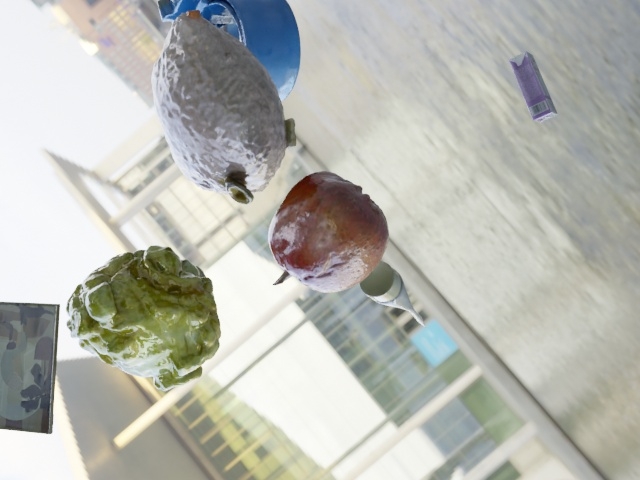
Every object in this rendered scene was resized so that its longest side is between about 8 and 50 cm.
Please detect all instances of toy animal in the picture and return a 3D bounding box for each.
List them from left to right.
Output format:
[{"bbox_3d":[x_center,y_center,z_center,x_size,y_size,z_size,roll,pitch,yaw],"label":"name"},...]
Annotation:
[{"bbox_3d":[-0.153,-0.204,1.421,0.226,0.188,0.358,29,152,28],"label":"toy animal"}]

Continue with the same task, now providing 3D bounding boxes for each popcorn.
[{"bbox_3d":[-0.304,0.120,1.544,0.250,0.235,0.241,21,-178,-26],"label":"popcorn"}]

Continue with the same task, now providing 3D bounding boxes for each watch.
[{"bbox_3d":[-0.185,-0.377,1.813,0.275,0.241,0.305,59,143,22],"label":"watch"}]

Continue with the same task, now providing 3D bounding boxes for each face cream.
[{"bbox_3d":[0.142,0.101,1.727,0.114,0.070,0.224,49,-174,28],"label":"face cream"}]

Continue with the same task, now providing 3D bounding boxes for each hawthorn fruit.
[{"bbox_3d":[0.000,0.000,1.336,0.179,0.200,0.179,48,-179,-1],"label":"hawthorn fruit"}]

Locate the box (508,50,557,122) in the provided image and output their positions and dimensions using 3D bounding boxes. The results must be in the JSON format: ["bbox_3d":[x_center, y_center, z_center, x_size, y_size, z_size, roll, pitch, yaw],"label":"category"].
[{"bbox_3d":[0.362,-0.261,1.522,0.050,0.036,0.117,-1,-111,-62],"label":"box"}]

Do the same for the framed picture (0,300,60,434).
[{"bbox_3d":[-0.472,0.197,1.402,0.010,0.135,0.201,14,-103,-70],"label":"framed picture"}]
